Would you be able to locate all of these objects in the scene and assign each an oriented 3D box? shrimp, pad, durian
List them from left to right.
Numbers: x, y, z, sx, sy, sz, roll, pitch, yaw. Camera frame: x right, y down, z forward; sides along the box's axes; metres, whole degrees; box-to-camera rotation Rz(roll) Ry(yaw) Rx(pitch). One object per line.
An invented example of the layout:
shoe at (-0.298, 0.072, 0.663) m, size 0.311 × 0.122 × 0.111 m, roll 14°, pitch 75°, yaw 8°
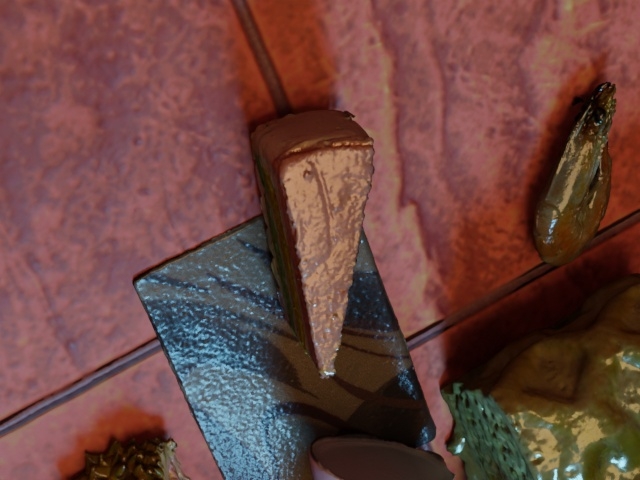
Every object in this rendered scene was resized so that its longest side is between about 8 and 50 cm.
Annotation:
durian at (-0.156, 0.289, 1.575) m, size 0.140 × 0.078 × 0.224 m, roll -32°, pitch 122°, yaw -6°
pad at (-0.023, 0.117, 1.591) m, size 0.220 × 0.004 × 0.330 m, roll -27°, pitch 123°, yaw -9°
shrimp at (0.250, -0.063, 1.605) m, size 0.101 × 0.042 × 0.190 m, roll -9°, pitch 120°, yaw -43°

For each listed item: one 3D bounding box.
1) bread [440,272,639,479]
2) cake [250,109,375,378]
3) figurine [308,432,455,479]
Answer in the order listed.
bread at (0.267, 0.161, 1.637) m, size 0.252 × 0.238 × 0.196 m, roll -26°, pitch 82°, yaw -15°
cake at (-0.020, 0.000, 1.465) m, size 0.090 × 0.109 × 0.225 m, roll 1°, pitch 110°, yaw -22°
figurine at (-0.003, 0.358, 1.573) m, size 0.206 × 0.284 × 0.315 m, roll 20°, pitch 102°, yaw 2°
